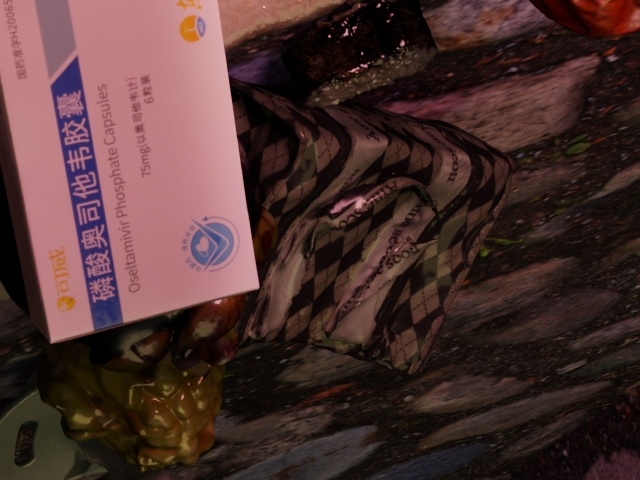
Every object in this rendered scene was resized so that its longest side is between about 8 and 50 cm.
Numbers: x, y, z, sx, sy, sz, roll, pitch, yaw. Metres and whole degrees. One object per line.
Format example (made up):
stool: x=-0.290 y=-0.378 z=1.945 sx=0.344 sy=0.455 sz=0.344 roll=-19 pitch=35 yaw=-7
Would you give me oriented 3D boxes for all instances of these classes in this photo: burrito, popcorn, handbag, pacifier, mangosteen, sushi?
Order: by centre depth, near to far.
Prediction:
burrito: x=-0.088 y=-0.205 z=1.755 sx=0.275 sy=0.059 sz=0.082 roll=-21 pitch=173 yaw=4
mangosteen: x=-0.180 y=-0.002 z=1.817 sx=0.233 sy=0.288 sz=0.287 roll=16 pitch=-174 yaw=37
sushi: x=0.039 y=-0.191 z=1.890 sx=0.150 sy=0.078 sz=0.090 roll=-24 pitch=167 yaw=6
handbag: x=0.000 y=0.000 z=2.080 sx=0.416 sy=0.180 sz=0.317 roll=7 pitch=113 yaw=-52
popcorn: x=-0.233 y=0.166 z=2.365 sx=0.270 sy=0.224 sz=0.258 roll=-16 pitch=142 yaw=40
pacifier: x=-0.279 y=0.276 z=2.557 sx=0.343 sy=0.269 sz=0.288 roll=-15 pitch=137 yaw=-28

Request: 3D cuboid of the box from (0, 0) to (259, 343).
box: x=-0.176 y=-0.097 z=1.602 sx=0.200 sy=0.343 sz=0.065 roll=-14 pitch=-157 yaw=-17

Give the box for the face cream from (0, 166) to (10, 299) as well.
face cream: x=-0.352 y=-0.028 z=1.907 sx=0.092 sy=0.092 sz=0.311 roll=-19 pitch=161 yaw=-5

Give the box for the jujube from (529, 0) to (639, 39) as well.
jujube: x=0.214 y=-0.286 z=1.558 sx=0.174 sy=0.250 sz=0.174 roll=-20 pitch=156 yaw=-9

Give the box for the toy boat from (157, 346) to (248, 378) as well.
toy boat: x=-0.217 y=0.071 z=2.198 sx=0.310 sy=0.115 sz=0.089 roll=19 pitch=139 yaw=-11
